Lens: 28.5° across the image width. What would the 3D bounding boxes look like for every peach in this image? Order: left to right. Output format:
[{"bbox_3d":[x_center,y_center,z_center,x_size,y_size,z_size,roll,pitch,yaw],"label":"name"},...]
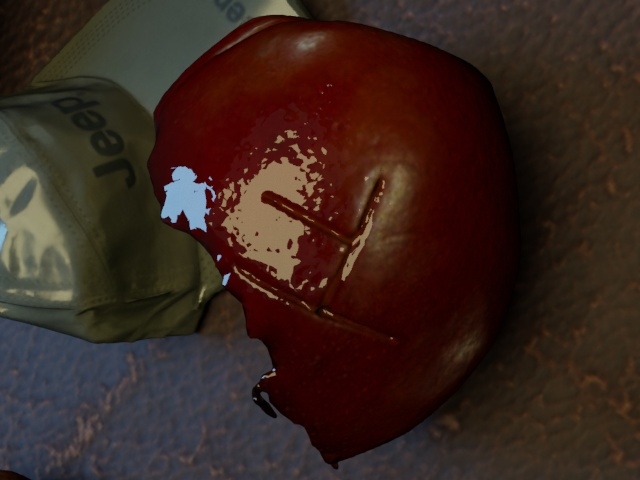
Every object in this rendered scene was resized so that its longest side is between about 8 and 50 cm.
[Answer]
[{"bbox_3d":[0.000,0.000,0.656,0.190,0.196,0.226,18,96,45],"label":"peach"}]

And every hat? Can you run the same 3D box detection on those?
[{"bbox_3d":[-0.128,-0.068,0.754,0.214,0.149,0.244,44,115,20],"label":"hat"}]

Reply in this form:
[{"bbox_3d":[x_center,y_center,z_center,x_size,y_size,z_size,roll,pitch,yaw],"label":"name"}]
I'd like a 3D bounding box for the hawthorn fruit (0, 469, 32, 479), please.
[{"bbox_3d":[-0.202,0.214,0.776,0.133,0.133,0.137,-18,96,23],"label":"hawthorn fruit"}]
